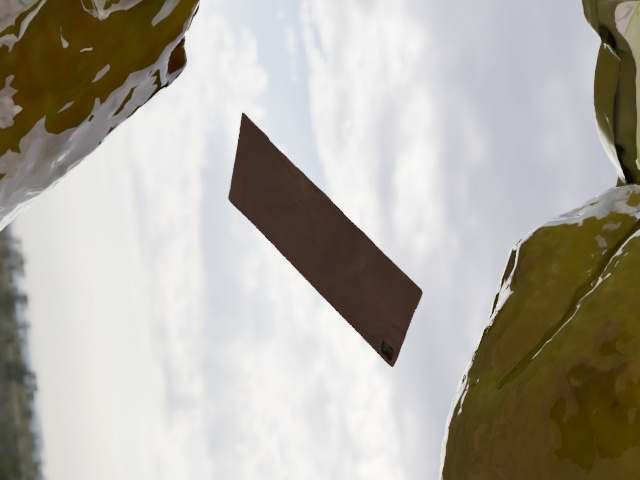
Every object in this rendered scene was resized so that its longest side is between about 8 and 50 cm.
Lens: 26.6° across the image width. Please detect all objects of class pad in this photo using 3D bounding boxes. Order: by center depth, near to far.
[{"bbox_3d":[0.000,0.000,0.974,0.188,0.006,0.113,45,-28,19],"label":"pad"}]

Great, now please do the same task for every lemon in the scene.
[{"bbox_3d":[0.228,0.116,0.651,0.348,0.348,0.348,174,-90,-76],"label":"lemon"}]

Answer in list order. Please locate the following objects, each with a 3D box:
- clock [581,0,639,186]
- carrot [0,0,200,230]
[{"bbox_3d":[0.302,-0.127,0.879,0.071,0.293,0.277,-112,-170,-49],"label":"clock"},{"bbox_3d":[-0.209,-0.077,0.475,0.241,0.340,0.241,35,-29,23],"label":"carrot"}]
